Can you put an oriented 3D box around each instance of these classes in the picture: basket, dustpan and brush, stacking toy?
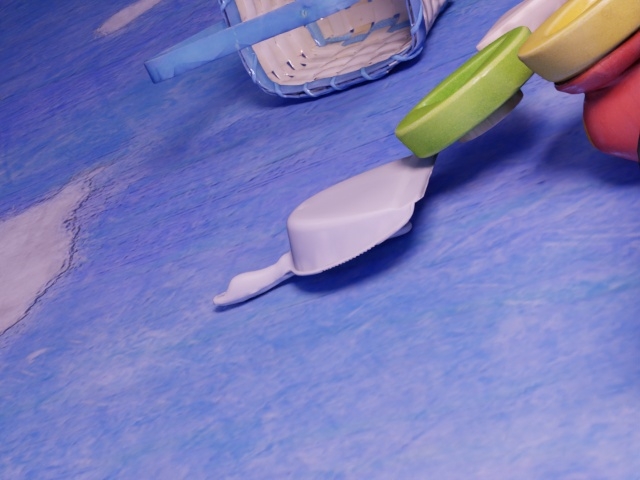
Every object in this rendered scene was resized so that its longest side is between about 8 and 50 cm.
[{"bbox_3d":[-0.016,-0.244,1.284,0.255,0.201,0.289,-13,21,34],"label":"basket"},{"bbox_3d":[0.000,0.000,1.006,0.211,0.060,0.147,-17,16,17],"label":"dustpan and brush"},{"bbox_3d":[0.221,-0.137,0.973,0.279,0.130,0.309,-32,11,47],"label":"stacking toy"}]

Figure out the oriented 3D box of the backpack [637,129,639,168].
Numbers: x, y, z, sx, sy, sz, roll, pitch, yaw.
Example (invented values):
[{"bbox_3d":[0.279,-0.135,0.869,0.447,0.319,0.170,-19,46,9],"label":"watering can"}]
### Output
[{"bbox_3d":[0.313,-0.161,0.681,0.290,0.273,0.355,6,24,9],"label":"backpack"}]
